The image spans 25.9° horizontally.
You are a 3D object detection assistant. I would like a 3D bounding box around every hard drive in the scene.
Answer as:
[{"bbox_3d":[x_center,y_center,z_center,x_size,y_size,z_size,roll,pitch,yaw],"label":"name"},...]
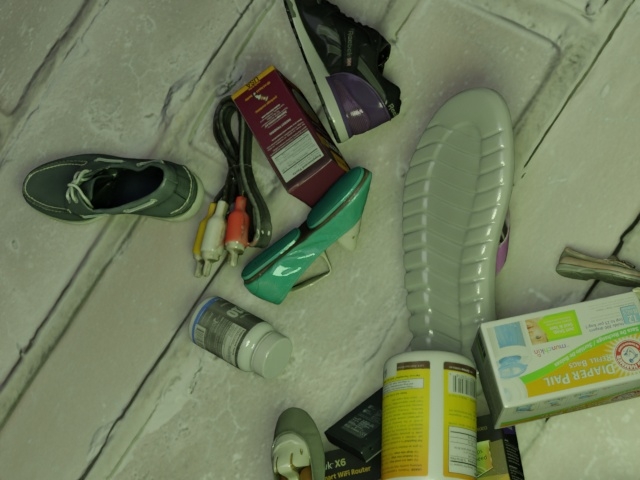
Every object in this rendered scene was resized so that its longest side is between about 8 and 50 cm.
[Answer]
[{"bbox_3d":[0.082,0.230,1.817,0.135,0.022,0.094,-35,25,-21],"label":"hard drive"}]

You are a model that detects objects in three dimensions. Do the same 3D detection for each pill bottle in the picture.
[{"bbox_3d":[0.133,0.250,1.703,0.117,0.117,0.215,-6,69,23],"label":"pill bottle"},{"bbox_3d":[-0.113,0.139,1.964,0.137,0.078,0.078,26,87,28],"label":"pill bottle"}]

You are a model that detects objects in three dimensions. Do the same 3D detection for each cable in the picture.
[{"bbox_3d":[-0.129,-0.087,2.031,0.139,0.072,0.287,-14,70,47],"label":"cable"}]

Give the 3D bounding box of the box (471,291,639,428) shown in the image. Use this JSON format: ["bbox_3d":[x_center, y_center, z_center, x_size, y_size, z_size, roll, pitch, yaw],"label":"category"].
[{"bbox_3d":[0.302,0.148,1.714,0.203,0.103,0.114,-12,68,-5],"label":"box"}]

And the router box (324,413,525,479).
[{"bbox_3d":[0.117,0.375,1.785,0.309,0.081,0.243,-17,67,20],"label":"router box"}]

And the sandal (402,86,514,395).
[{"bbox_3d":[0.193,0.005,1.858,0.169,0.102,0.416,7,90,41],"label":"sandal"}]

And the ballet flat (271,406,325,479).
[{"bbox_3d":[-0.030,0.313,1.787,0.072,0.068,0.213,-16,67,21],"label":"ballet flat"}]

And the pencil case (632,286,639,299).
[{"bbox_3d":[0.460,0.238,1.556,0.183,0.160,0.410,-10,71,32],"label":"pencil case"}]

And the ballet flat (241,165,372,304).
[{"bbox_3d":[0.000,0.000,1.957,0.247,0.087,0.083,-42,21,13],"label":"ballet flat"}]

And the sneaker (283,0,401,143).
[{"bbox_3d":[0.035,-0.282,2.025,0.124,0.107,0.283,-21,70,2],"label":"sneaker"}]

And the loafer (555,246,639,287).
[{"bbox_3d":[0.367,0.032,1.795,0.125,0.045,0.039,8,72,29],"label":"loafer"}]

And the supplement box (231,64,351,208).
[{"bbox_3d":[-0.038,-0.146,1.999,0.081,0.104,0.188,-36,64,11],"label":"supplement box"}]

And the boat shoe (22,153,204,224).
[{"bbox_3d":[-0.335,-0.088,2.123,0.319,0.099,0.116,4,77,26],"label":"boat shoe"}]
